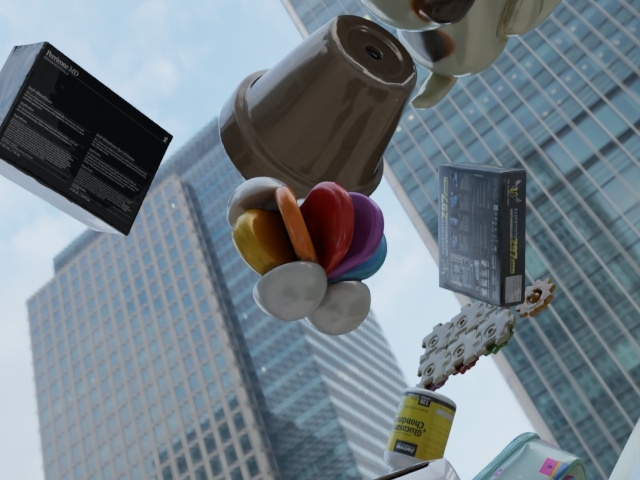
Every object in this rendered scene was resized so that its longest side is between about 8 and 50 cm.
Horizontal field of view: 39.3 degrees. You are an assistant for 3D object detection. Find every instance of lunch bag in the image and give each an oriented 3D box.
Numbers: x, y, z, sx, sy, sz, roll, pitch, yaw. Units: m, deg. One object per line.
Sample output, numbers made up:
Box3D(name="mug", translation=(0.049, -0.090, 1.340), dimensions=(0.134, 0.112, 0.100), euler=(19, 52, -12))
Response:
Box3D(name="lunch bag", translation=(0.257, 0.397, 1.149), dimensions=(0.224, 0.108, 0.279), euler=(-37, -49, -31))

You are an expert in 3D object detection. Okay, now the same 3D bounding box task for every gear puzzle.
Box3D(name="gear puzzle", translation=(0.313, 0.167, 1.681), dimensions=(0.044, 0.175, 0.339), euler=(38, -54, -16))

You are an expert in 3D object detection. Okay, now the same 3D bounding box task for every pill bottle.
Box3D(name="pill bottle", translation=(0.174, 0.365, 1.613), dimensions=(0.103, 0.184, 0.103), euler=(17, -18, 6))

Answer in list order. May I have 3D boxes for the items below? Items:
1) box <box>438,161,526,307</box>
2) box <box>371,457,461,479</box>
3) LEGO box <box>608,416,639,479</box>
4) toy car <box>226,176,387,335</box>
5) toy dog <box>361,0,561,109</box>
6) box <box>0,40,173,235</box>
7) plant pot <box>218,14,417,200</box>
Box3D(name="box", translation=(0.277, -0.015, 1.558), dimensions=(0.059, 0.183, 0.232), euler=(-7, -79, -27))
Box3D(name="box", translation=(-0.039, 0.253, 0.459), dimensions=(0.262, 0.126, 0.231), euler=(-14, -40, -20))
Box3D(name="LEGO box", translation=(0.445, 0.237, 0.872), dimensions=(0.500, 0.193, 0.372), euler=(-33, -21, -52))
Box3D(name="toy car", translation=(0.000, 0.000, 0.928), dimensions=(0.136, 0.159, 0.182), euler=(-37, -35, 22))
Box3D(name="toy dog", translation=(0.183, -0.427, 1.451), dimensions=(0.395, 0.285, 0.408), euler=(-56, -21, 15))
Box3D(name="box", translation=(-0.374, -0.148, 1.352), dimensions=(0.261, 0.103, 0.184), euler=(38, -111, -43))
Box3D(name="plant pot", translation=(0.016, -0.199, 1.303), dimensions=(0.263, 0.263, 0.229), euler=(10, -41, -30))
